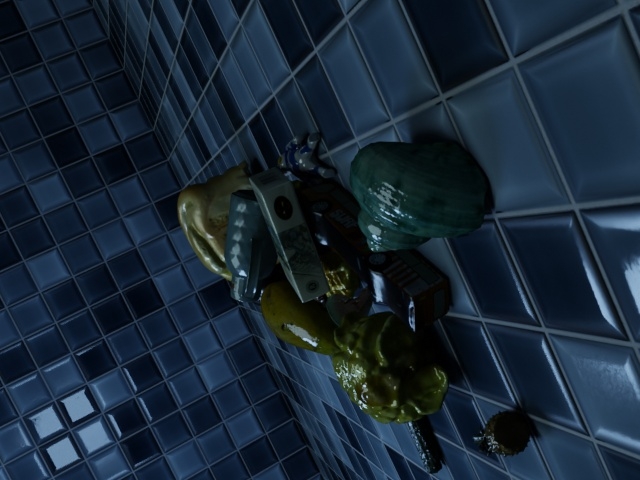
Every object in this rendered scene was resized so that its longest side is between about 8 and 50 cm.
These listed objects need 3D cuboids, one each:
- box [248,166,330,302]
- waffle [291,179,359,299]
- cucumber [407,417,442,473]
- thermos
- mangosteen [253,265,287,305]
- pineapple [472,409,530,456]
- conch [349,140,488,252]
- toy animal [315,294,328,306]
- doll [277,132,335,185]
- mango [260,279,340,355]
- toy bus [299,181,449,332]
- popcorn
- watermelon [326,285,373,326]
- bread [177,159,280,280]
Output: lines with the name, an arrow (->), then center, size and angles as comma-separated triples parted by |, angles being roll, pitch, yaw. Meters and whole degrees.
box -> -0.068, -0.015, 1.501 | 0.164, 0.069, 0.256 | -132, 21, -69
waffle -> 0.002, 0.000, 1.592 | 0.283, 0.065, 0.309 | 46, 154, 43
cucumber -> 0.220, 0.415, 1.593 | 0.044, 0.043, 0.256 | 10, 124, 65
thermos -> -0.173, 0.021, 1.815 | 0.182, 0.145, 0.286 | -135, 52, -74
mangosteen -> -0.174, 0.136, 2.275 | 0.152, 0.153, 0.152 | 56, 163, 26
pineapple -> 0.292, 0.320, 1.156 | 0.074, 0.074, 0.159 | 59, 169, 17
conch -> 0.117, -0.054, 0.976 | 0.196, 0.134, 0.202 | 58, 163, 24
toy animal -> -0.032, 0.059, 1.811 | 0.243, 0.087, 0.260 | 52, 166, -9
doll -> -0.040, -0.163, 1.471 | 0.114, 0.057, 0.227 | 62, 163, -12
mango -> -0.055, 0.221, 1.950 | 0.329, 0.177, 0.175 | 41, 121, 59
toy bus -> 0.082, 0.015, 1.286 | 0.409, 0.092, 0.093 | 46, 156, 48
popcorn -> 0.131, 0.234, 1.325 | 0.235, 0.181, 0.217 | 61, 162, -12
watermelon -> 0.061, 0.145, 1.470 | 0.155, 0.101, 0.080 | -71, 1, -49
bread -> -0.247, -0.042, 1.990 | 0.315, 0.270, 0.211 | 60, 180, -10
